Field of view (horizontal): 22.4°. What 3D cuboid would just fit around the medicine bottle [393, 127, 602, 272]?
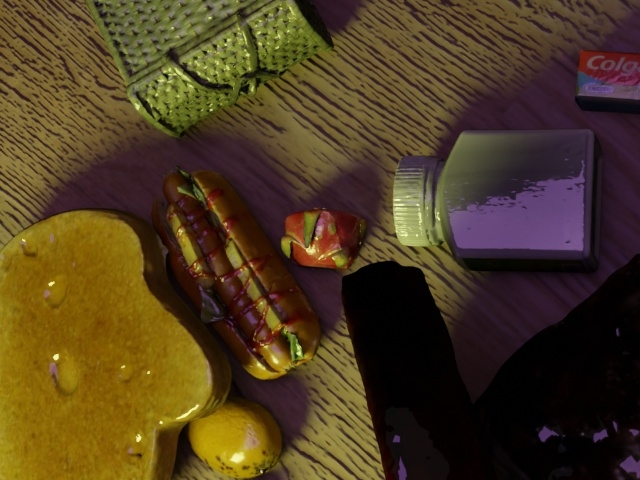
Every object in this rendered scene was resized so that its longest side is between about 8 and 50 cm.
[{"bbox_3d":[0.170,-0.038,1.548,0.188,0.088,0.132,1,79,17],"label":"medicine bottle"}]

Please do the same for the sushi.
[{"bbox_3d":[0.320,0.172,1.363,0.294,0.281,0.299,-39,64,0],"label":"sushi"}]

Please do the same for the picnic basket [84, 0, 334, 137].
[{"bbox_3d":[-0.107,-0.213,1.643,0.196,0.134,0.154,-30,74,8],"label":"picnic basket"}]

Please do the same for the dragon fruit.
[{"bbox_3d":[0.000,0.000,1.607,0.083,0.060,0.056,1,76,15],"label":"dragon fruit"}]

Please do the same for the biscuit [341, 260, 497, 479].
[{"bbox_3d":[0.100,0.211,1.360,0.091,0.407,0.407,-14,75,2],"label":"biscuit"}]

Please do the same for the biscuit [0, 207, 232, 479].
[{"bbox_3d":[-0.211,0.132,1.618,0.287,0.057,0.344,-10,79,30],"label":"biscuit"}]

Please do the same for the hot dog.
[{"bbox_3d":[-0.094,0.027,1.622,0.104,0.076,0.250,-34,74,8],"label":"hot dog"}]

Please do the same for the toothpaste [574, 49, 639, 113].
[{"bbox_3d":[0.344,-0.156,1.545,0.193,0.044,0.070,6,79,17],"label":"toothpaste"}]

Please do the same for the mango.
[{"bbox_3d":[-0.089,0.189,1.597,0.114,0.057,0.079,28,95,23],"label":"mango"}]
